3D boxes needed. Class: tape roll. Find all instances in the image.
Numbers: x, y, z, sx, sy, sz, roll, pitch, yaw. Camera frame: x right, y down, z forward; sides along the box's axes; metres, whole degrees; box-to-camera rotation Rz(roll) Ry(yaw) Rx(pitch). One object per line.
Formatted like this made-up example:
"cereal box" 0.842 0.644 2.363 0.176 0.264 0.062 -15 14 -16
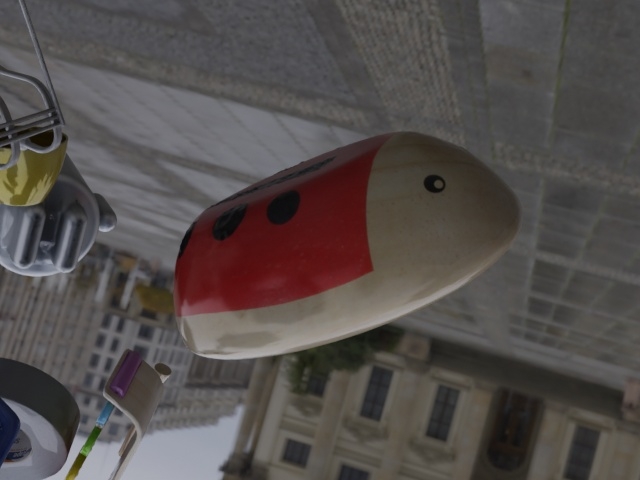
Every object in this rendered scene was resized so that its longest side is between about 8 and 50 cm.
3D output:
"tape roll" -0.480 0.274 1.508 0.219 0.072 0.219 4 131 5

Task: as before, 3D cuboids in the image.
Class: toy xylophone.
"toy xylophone" -0.319 0.301 1.473 0.081 0.323 0.236 29 -163 -6

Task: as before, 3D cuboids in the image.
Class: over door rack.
"over door rack" -0.386 -0.236 1.079 0.108 0.324 0.239 -1 -165 10

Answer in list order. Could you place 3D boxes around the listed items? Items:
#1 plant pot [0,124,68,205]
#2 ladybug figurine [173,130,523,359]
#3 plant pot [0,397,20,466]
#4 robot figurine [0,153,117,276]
"plant pot" -0.434 -0.105 1.443 0.134 0.095 0.134 4 -160 -1
"ladybug figurine" 0.000 0.000 1.108 0.449 0.162 0.305 -19 -166 31
"plant pot" -0.405 0.168 0.727 0.212 0.236 0.236 -24 117 25
"robot figurine" -0.516 -0.069 1.775 0.299 0.200 0.353 12 -162 -31
